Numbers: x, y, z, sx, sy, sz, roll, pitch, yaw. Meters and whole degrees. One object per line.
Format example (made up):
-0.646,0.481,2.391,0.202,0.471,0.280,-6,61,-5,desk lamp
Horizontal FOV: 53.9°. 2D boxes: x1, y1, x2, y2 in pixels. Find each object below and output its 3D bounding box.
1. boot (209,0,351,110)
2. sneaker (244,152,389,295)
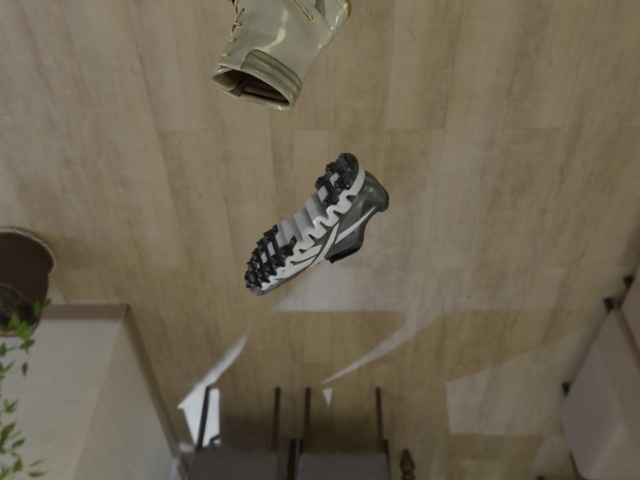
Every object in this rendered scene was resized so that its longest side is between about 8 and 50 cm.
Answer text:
-0.091,-0.254,0.723,0.213,0.165,0.077,27,163,2,boot
0.000,0.000,0.803,0.106,0.078,0.234,26,119,-35,sneaker
